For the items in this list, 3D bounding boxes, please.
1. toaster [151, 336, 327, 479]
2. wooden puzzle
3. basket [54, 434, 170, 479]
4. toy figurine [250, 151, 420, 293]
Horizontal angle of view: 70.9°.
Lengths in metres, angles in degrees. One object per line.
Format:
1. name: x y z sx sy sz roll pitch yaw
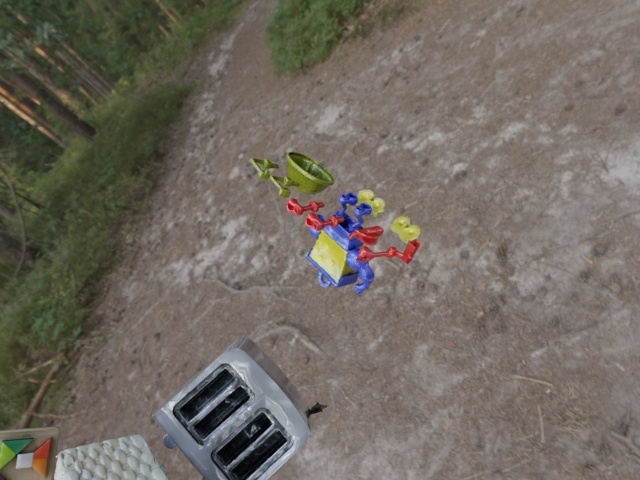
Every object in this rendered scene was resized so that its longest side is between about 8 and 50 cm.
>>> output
1. toaster: -0.110 0.243 0.627 0.186 0.168 0.110 -40 -2 -6
2. wooden puzzle: -0.349 0.259 0.527 0.014 0.116 0.078 -9 81 52
3. basket: -0.230 0.310 0.503 0.167 0.113 0.103 18 101 51
4. toy figurine: 0.000 0.000 0.904 0.362 0.191 0.217 41 132 30
